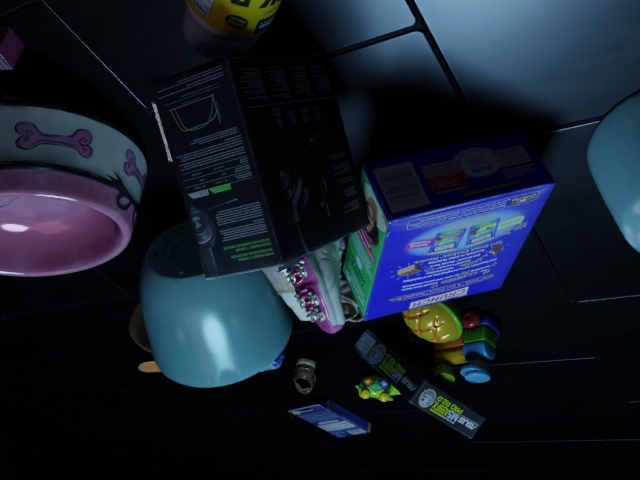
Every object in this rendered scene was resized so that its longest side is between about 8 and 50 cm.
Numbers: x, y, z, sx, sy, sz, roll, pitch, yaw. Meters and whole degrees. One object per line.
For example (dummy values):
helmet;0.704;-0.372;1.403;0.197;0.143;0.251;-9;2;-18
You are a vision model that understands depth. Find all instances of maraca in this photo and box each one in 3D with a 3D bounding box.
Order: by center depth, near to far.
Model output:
maraca;0.214;0.143;1.547;0.186;0.099;0.127;37;145;10

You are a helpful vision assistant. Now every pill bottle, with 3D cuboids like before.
pill bottle;-0.099;-0.325;0.915;0.119;0.119;0.208;20;146;-13

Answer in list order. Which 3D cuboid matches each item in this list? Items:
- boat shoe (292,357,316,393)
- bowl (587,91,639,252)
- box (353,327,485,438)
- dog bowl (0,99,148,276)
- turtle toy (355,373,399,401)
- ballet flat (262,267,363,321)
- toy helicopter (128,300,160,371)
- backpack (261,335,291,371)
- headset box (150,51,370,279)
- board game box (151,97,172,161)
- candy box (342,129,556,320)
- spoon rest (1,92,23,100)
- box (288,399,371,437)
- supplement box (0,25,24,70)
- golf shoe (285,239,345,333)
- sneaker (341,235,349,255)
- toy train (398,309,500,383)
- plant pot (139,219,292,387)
boat shoe;-0.047;0.378;2.008;0.064;0.060;0.178;10;147;3
bowl;0.546;-0.070;1.057;0.312;0.163;0.311;7;146;5
box;0.219;0.321;1.697;0.216;0.060;0.270;36;-179;-32
dog bowl;-0.503;-0.066;1.286;0.408;0.150;0.408;-7;158;-3
turtle toy;0.157;0.387;1.952;0.130;0.066;0.095;8;170;0
ballet flat;0.002;0.108;1.454;0.108;0.106;0.316;-9;163;38
toy helicopter;-0.254;0.200;1.647;0.355;0.235;0.140;5;146;10
backpack;-0.178;0.225;1.773;0.158;0.117;0.173;-14;136;33
headset box;-0.067;-0.100;1.015;0.131;0.246;0.283;-12;98;32
board game box;-0.165;-0.179;1.221;0.194;0.045;0.146;8;147;6
candy box;0.191;-0.014;1.207;0.268;0.122;0.317;-13;148;-13
spoon rest;-0.583;-0.153;1.359;0.137;0.084;0.276;23;144;-17
box;0.028;0.531;2.237;0.136;0.036;0.225;-22;135;40
supplement box;-0.511;-0.294;1.150;0.083;0.055;0.043;0;146;19
golf shoe;0.000;0.000;1.228;0.115;0.140;0.306;1;112;66
sneaker;-0.036;-0.041;1.330;0.331;0.146;0.122;-1;-179;-23
toy train;0.271;0.252;1.643;0.248;0.143;0.105;-18;136;37
plant pot;-0.221;0.099;1.457;0.293;0.293;0.235;1;130;16
